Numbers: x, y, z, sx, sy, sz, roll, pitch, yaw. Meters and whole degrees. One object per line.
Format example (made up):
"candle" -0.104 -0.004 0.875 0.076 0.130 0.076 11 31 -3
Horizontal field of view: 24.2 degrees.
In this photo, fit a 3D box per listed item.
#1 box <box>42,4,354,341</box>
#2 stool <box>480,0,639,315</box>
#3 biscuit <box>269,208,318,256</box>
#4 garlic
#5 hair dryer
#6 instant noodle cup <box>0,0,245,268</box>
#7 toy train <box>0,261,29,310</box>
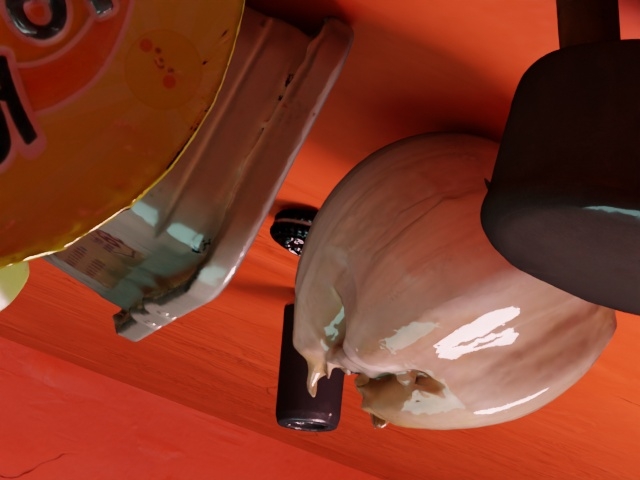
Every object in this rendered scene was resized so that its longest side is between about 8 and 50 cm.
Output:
"box" -0.126 -0.065 0.906 0.182 0.175 0.312 30 164 -8
"stool" 0.181 -0.036 0.652 0.228 0.139 0.153 13 166 17
"biscuit" 0.000 0.000 1.247 0.089 0.027 0.087 24 166 -21
"garlic" 0.072 0.030 0.949 0.185 0.203 0.281 59 180 0
"hair dryer" 0.081 0.137 1.508 0.255 0.128 0.070 5 163 8
"instant noodle cup" -0.182 -0.122 0.606 0.264 0.264 0.200 25 174 -25
"toy train" -0.253 -0.046 0.807 0.157 0.105 0.253 10 143 27
